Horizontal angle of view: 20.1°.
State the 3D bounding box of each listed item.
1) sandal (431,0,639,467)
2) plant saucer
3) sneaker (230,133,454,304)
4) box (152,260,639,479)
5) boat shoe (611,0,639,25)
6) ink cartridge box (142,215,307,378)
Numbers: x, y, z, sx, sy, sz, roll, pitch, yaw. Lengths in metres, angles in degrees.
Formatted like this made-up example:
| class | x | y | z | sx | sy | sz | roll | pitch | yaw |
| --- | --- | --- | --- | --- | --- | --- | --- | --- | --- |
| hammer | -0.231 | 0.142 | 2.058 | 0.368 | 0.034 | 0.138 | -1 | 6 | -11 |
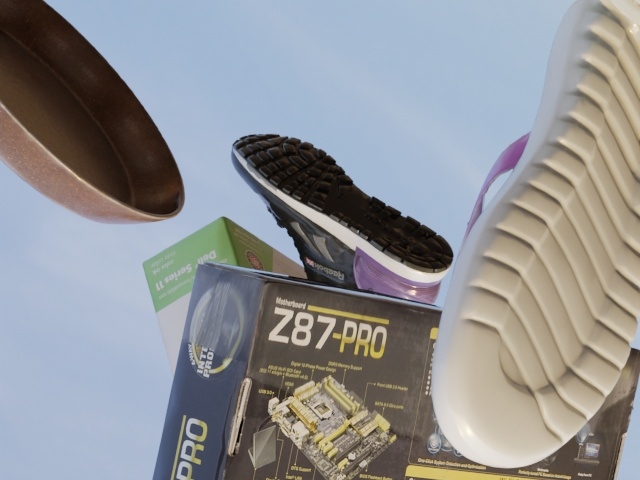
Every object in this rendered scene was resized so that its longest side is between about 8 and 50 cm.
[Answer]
| class | x | y | z | sx | sy | sz | roll | pitch | yaw |
| --- | --- | --- | --- | --- | --- | --- | --- | --- | --- |
| sandal | 0.163 | -0.006 | 1.307 | 0.169 | 0.102 | 0.416 | 49 | -129 | -27 |
| plant saucer | -0.133 | -0.067 | 0.870 | 0.168 | 0.029 | 0.168 | 45 | -164 | -17 |
| sneaker | 0.000 | 0.000 | 1.899 | 0.283 | 0.124 | 0.107 | 38 | -145 | 26 |
| box | 0.055 | 0.203 | 1.356 | 0.395 | 0.318 | 0.097 | 11 | -178 | -38 |
| boat shoe | 0.244 | -0.095 | 0.798 | 0.255 | 0.095 | 0.079 | 20 | -149 | 5 |
| ink cartridge box | -0.055 | 0.175 | 1.938 | 0.207 | 0.119 | 0.353 | 35 | -148 | -54 |
